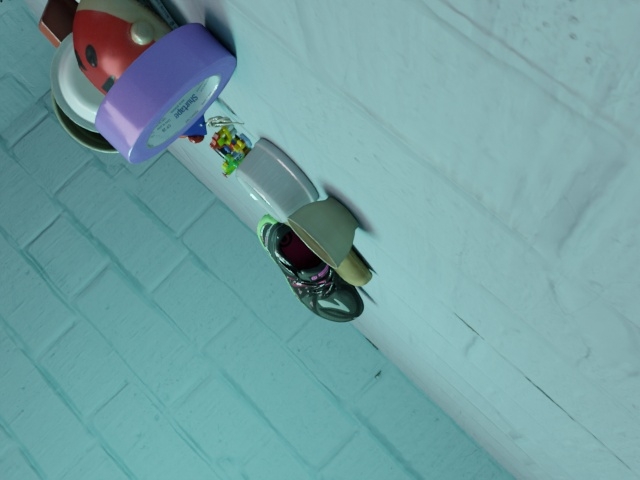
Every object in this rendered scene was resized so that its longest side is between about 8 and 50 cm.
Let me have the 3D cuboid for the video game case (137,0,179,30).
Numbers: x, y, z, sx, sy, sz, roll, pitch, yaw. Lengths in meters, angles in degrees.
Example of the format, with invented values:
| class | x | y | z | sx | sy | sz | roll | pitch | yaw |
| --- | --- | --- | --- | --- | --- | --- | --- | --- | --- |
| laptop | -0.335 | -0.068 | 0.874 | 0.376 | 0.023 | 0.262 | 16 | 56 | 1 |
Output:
| class | x | y | z | sx | sy | sz | roll | pitch | yaw |
| --- | --- | --- | --- | --- | --- | --- | --- | --- | --- |
| video game case | -0.362 | -0.498 | 1.433 | 0.157 | 0.019 | 0.143 | 39 | 170 | 36 |

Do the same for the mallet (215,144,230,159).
| class | x | y | z | sx | sy | sz | roll | pitch | yaw |
| --- | --- | --- | --- | --- | --- | --- | --- | --- | --- |
| mallet | -0.317 | -0.288 | 2.237 | 0.062 | 0.039 | 0.189 | 43 | 177 | -5 |

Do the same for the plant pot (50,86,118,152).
| class | x | y | z | sx | sy | sz | roll | pitch | yaw |
| --- | --- | --- | --- | --- | --- | --- | --- | --- | --- |
| plant pot | -0.602 | -0.446 | 2.055 | 0.323 | 0.323 | 0.280 | 47 | -171 | -16 |

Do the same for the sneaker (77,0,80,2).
| class | x | y | z | sx | sy | sz | roll | pitch | yaw |
| --- | --- | --- | --- | --- | --- | --- | --- | --- | --- |
| sneaker | -0.701 | -0.694 | 1.800 | 0.232 | 0.115 | 0.090 | 49 | 171 | -29 |

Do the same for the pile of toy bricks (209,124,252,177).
| class | x | y | z | sx | sy | sz | roll | pitch | yaw |
| --- | --- | --- | --- | --- | --- | --- | --- | --- | --- |
| pile of toy bricks | -0.232 | -0.218 | 1.880 | 0.118 | 0.105 | 0.212 | 42 | 172 | 19 |

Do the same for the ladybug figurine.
| class | x | y | z | sx | sy | sz | roll | pitch | yaw |
| --- | --- | --- | --- | --- | --- | --- | --- | --- | --- |
| ladybug figurine | -0.416 | -0.392 | 1.504 | 0.305 | 0.162 | 0.449 | 37 | 172 | -13 |

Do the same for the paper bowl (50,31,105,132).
| class | x | y | z | sx | sy | sz | roll | pitch | yaw |
| --- | --- | --- | --- | --- | --- | --- | --- | --- | --- |
| paper bowl | -0.552 | -0.420 | 1.787 | 0.284 | 0.284 | 0.148 | 47 | 179 | -12 |

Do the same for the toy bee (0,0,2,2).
| class | x | y | z | sx | sy | sz | roll | pitch | yaw |
| --- | --- | --- | --- | --- | --- | --- | --- | --- | --- |
| toy bee | -0.855 | -0.826 | 1.911 | 0.195 | 0.162 | 0.298 | -134 | 26 | -74 |

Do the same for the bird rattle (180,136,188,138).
| class | x | y | z | sx | sy | sz | roll | pitch | yaw |
| --- | --- | --- | --- | --- | --- | --- | --- | --- | --- |
| bird rattle | -0.482 | -0.408 | 2.304 | 0.207 | 0.143 | 0.253 | 36 | 165 | -36 |

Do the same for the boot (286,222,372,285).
| class | x | y | z | sx | sy | sz | roll | pitch | yaw |
| --- | --- | --- | --- | --- | --- | --- | --- | --- | --- |
| boot | 0.000 | 0.000 | 1.889 | 0.236 | 0.089 | 0.269 | 36 | 169 | 51 |

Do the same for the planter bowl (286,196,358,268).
| class | x | y | z | sx | sy | sz | roll | pitch | yaw |
| --- | --- | --- | --- | --- | --- | --- | --- | --- | --- |
| planter bowl | 0.016 | -0.030 | 1.566 | 0.162 | 0.109 | 0.162 | 43 | 172 | 8 |

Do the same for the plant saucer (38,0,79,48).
| class | x | y | z | sx | sy | sz | roll | pitch | yaw |
| --- | --- | --- | --- | --- | --- | --- | --- | --- | --- |
| plant saucer | -0.785 | -0.655 | 2.182 | 0.258 | 0.047 | 0.259 | 53 | -157 | -43 |

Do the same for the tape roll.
| class | x | y | z | sx | sy | sz | roll | pitch | yaw |
| --- | --- | --- | --- | --- | --- | --- | --- | --- | --- |
| tape roll | -0.282 | -0.268 | 1.268 | 0.090 | 0.275 | 0.275 | 44 | 172 | -2 |

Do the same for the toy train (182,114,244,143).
| class | x | y | z | sx | sy | sz | roll | pitch | yaw |
| --- | --- | --- | --- | --- | --- | --- | --- | --- | --- |
| toy train | -0.311 | -0.328 | 1.740 | 0.105 | 0.248 | 0.143 | 88 | -179 | -47 |

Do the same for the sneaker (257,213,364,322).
| class | x | y | z | sx | sy | sz | roll | pitch | yaw |
| --- | --- | --- | --- | --- | --- | --- | --- | --- | --- |
| sneaker | -0.025 | 0.109 | 2.225 | 0.483 | 0.185 | 0.202 | 47 | 176 | -24 |

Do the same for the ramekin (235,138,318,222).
| class | x | y | z | sx | sy | sz | roll | pitch | yaw |
| --- | --- | --- | --- | --- | --- | --- | --- | --- | --- |
| ramekin | -0.113 | -0.138 | 1.680 | 0.207 | 0.109 | 0.207 | 44 | 173 | 7 |
